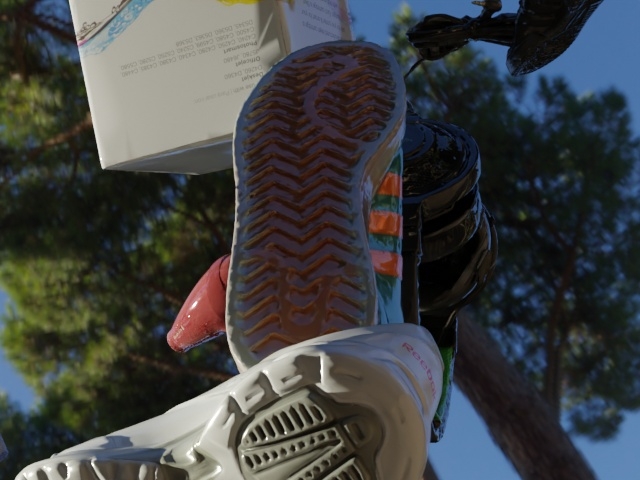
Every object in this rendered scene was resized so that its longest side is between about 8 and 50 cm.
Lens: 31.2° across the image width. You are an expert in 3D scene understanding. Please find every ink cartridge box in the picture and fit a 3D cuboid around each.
[{"bbox_3d":[-0.094,-0.211,1.043,0.197,0.270,0.198,-12,-3,20],"label":"ink cartridge box"}]

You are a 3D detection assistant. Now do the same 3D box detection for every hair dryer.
[{"bbox_3d":[-0.094,0.127,1.464,0.080,0.294,0.223,-3,-82,-48],"label":"hair dryer"}]

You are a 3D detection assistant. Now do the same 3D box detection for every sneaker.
[{"bbox_3d":[0.183,-0.212,0.918,0.051,0.089,0.170,-19,-19,-28],"label":"sneaker"},{"bbox_3d":[-0.038,0.102,0.499,0.232,0.115,0.090,-25,-89,27],"label":"sneaker"},{"bbox_3d":[0.000,0.000,0.713,0.108,0.302,0.121,1,-43,8],"label":"sneaker"}]

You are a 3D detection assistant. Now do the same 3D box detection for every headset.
[{"bbox_3d":[0.107,-0.024,0.981,0.185,0.394,0.243,-2,-24,13],"label":"headset"}]

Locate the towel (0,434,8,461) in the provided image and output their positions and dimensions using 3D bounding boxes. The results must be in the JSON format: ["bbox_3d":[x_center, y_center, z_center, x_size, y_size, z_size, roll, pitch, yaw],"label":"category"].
[{"bbox_3d":[-0.385,0.115,0.907,0.209,0.034,0.285,-40,-61,-41],"label":"towel"}]
